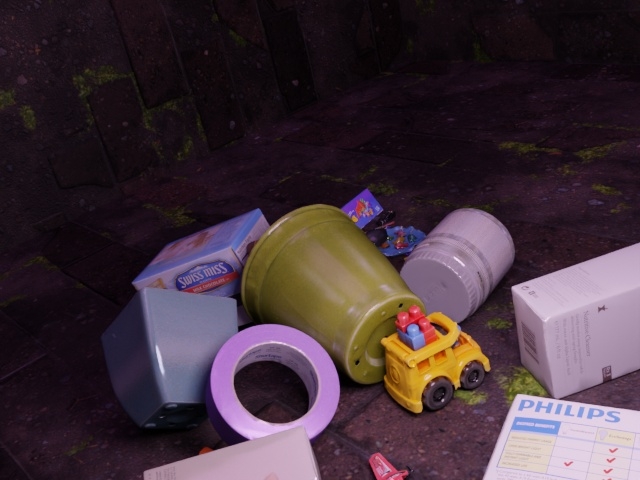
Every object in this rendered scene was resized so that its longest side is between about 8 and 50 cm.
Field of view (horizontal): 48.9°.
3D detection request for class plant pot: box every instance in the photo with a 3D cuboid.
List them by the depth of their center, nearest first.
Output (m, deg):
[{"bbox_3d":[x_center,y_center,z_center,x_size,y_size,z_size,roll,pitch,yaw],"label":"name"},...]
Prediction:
[{"bbox_3d":[-0.331,0.286,1.603,0.248,0.247,0.252,11,48,-37],"label":"plant pot"},{"bbox_3d":[0.053,0.149,1.675,0.366,0.366,0.353,-26,39,-24],"label":"plant pot"}]

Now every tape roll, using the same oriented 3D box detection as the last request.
[{"bbox_3d":[-0.102,0.319,1.494,0.275,0.090,0.275,8,52,-11],"label":"tape roll"}]

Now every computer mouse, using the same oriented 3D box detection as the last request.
[{"bbox_3d":[0.188,-0.044,2.224,0.071,0.041,0.242,-12,23,26],"label":"computer mouse"}]

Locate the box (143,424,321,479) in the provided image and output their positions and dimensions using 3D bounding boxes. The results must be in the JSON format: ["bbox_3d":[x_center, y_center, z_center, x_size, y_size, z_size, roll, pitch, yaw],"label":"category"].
[{"bbox_3d":[-0.154,0.467,1.303,0.311,0.148,0.121,-16,44,-2],"label":"box"}]

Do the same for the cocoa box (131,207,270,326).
[{"bbox_3d":[-0.288,0.101,1.936,0.347,0.228,0.231,-19,22,25],"label":"cocoa box"}]

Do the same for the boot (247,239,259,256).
[{"bbox_3d":[-0.061,0.095,1.845,0.115,0.305,0.112,-25,40,16],"label":"boot"}]

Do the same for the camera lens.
[{"bbox_3d":[0.352,0.061,1.799,0.219,0.219,0.274,8,33,37],"label":"camera lens"}]

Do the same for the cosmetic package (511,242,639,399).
[{"bbox_3d":[0.620,0.156,1.490,0.385,0.217,0.156,-19,26,-5],"label":"cosmetic package"}]

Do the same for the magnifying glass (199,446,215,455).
[{"bbox_3d":[-0.166,0.477,1.455,0.231,0.026,0.092,12,36,38],"label":"magnifying glass"}]

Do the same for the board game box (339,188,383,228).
[{"bbox_3d":[0.000,0.000,2.043,0.233,0.078,0.347,-39,3,-34],"label":"board game box"}]

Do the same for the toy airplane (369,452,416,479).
[{"bbox_3d":[0.112,0.468,1.326,0.151,0.028,0.151,-12,25,6],"label":"toy airplane"}]

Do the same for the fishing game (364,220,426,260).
[{"bbox_3d":[0.233,-0.008,2.200,0.189,0.041,0.264,-21,26,-19],"label":"fishing game"}]

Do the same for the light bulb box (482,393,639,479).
[{"bbox_3d":[0.419,0.440,1.006,0.358,0.225,0.361,2,29,31],"label":"light bulb box"}]

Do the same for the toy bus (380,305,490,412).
[{"bbox_3d":[0.242,0.231,1.530,0.220,0.211,0.149,-23,26,-21],"label":"toy bus"}]
